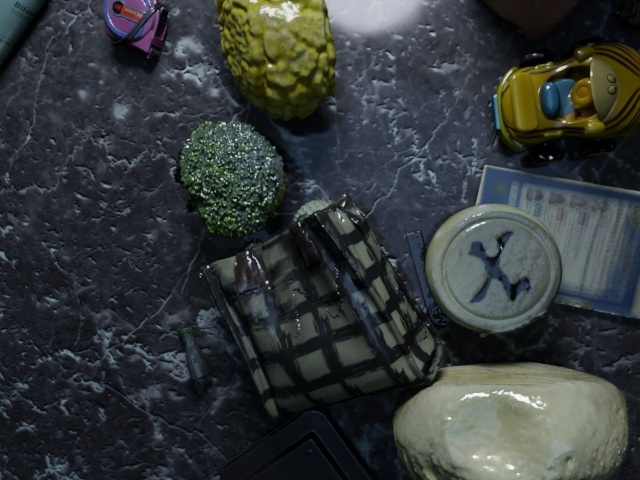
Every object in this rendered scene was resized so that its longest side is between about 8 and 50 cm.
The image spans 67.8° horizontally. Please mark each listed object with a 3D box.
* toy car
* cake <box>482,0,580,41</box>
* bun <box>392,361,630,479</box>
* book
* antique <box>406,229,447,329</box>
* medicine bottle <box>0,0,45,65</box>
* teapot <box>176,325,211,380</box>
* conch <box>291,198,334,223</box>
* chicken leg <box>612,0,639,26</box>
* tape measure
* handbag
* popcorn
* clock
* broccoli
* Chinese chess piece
[{"bbox_3d":[0.422,-0.237,0.793,0.247,0.142,0.200,-10,92,11],"label":"toy car"},{"bbox_3d":[0.389,-0.512,0.743,0.237,0.230,0.309,43,99,7],"label":"cake"},{"bbox_3d":[0.299,0.321,0.759,0.349,0.352,0.227,-14,78,47],"label":"bun"},{"bbox_3d":[0.435,0.001,0.866,0.322,0.018,0.228,13,96,8],"label":"book"},{"bbox_3d":[0.203,0.075,0.909,0.031,0.015,0.192,-16,90,9],"label":"antique"},{"bbox_3d":[-0.619,-0.518,0.967,0.110,0.110,0.352,42,99,5],"label":"medicine bottle"},{"bbox_3d":[-0.263,0.229,0.981,0.042,0.043,0.111,-22,87,10],"label":"teapot"},{"bbox_3d":[0.005,-0.003,0.893,0.135,0.102,0.153,44,129,19],"label":"conch"},{"bbox_3d":[0.614,-0.371,0.778,0.227,0.103,0.088,18,110,12],"label":"chicken leg"},{"bbox_3d":[-0.368,-0.437,0.950,0.118,0.074,0.125,25,101,2],"label":"tape measure"},{"bbox_3d":[-0.008,0.124,0.823,0.325,0.162,0.327,-25,97,28],"label":"handbag"},{"bbox_3d":[-0.076,-0.358,0.830,0.173,0.225,0.286,-20,87,-23],"label":"popcorn"},{"bbox_3d":[-0.032,0.507,0.952,0.273,0.049,0.279,-38,87,8],"label":"clock"},{"bbox_3d":[-0.166,-0.120,0.881,0.198,0.226,0.176,-25,125,-29],"label":"broccoli"},{"bbox_3d":[0.302,0.052,0.837,0.237,0.092,0.238,1,94,9],"label":"Chinese chess piece"}]
